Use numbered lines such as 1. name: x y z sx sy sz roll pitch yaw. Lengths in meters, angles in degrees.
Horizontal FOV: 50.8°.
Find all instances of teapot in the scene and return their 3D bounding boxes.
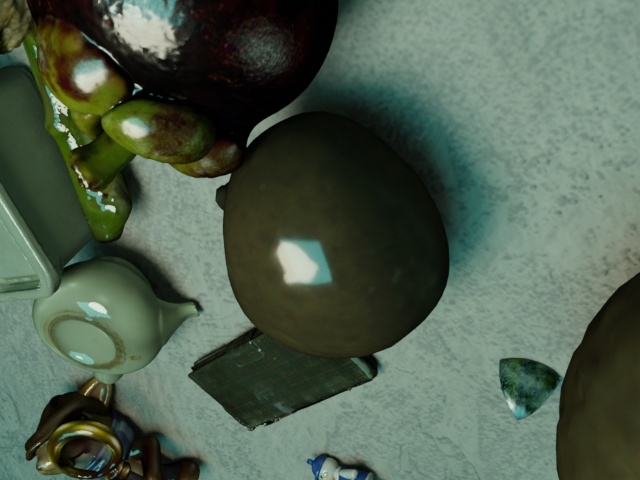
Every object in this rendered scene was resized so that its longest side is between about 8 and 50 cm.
1. teapot: -0.369 0.142 1.104 0.220 0.149 0.318 40 129 -17

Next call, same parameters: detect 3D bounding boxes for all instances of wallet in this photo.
1. wallet: -0.069 0.209 1.082 0.169 0.044 0.317 45 131 -14

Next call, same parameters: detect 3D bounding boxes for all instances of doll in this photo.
1. doll: -0.412 0.443 1.298 0.318 0.209 0.340 -29 105 33
2. doll: 0.040 0.412 1.168 0.143 0.057 0.099 22 144 16

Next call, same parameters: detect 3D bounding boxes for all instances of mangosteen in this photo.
1. mangosteen: -0.122 -0.213 0.646 0.297 0.297 0.313 -5 109 28

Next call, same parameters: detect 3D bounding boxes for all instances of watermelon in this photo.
1. watermelon: 0.275 0.205 0.913 0.085 0.085 0.061 13 162 16

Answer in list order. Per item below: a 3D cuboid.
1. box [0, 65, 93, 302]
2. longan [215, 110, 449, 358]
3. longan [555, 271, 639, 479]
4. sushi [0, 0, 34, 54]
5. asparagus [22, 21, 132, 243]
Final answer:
1. box: -0.446 -0.088 0.958 0.175 0.182 0.312 -8 119 30
2. longan: 0.000 0.000 0.775 0.300 0.243 0.300 14 118 27
3. longan: 0.422 0.199 0.616 0.404 0.404 0.436 -11 119 31
4. sushi: -0.358 -0.330 0.660 0.171 0.211 0.350 15 157 -11
5. asparagus: -0.333 -0.161 0.921 0.082 0.085 0.343 6 120 38
